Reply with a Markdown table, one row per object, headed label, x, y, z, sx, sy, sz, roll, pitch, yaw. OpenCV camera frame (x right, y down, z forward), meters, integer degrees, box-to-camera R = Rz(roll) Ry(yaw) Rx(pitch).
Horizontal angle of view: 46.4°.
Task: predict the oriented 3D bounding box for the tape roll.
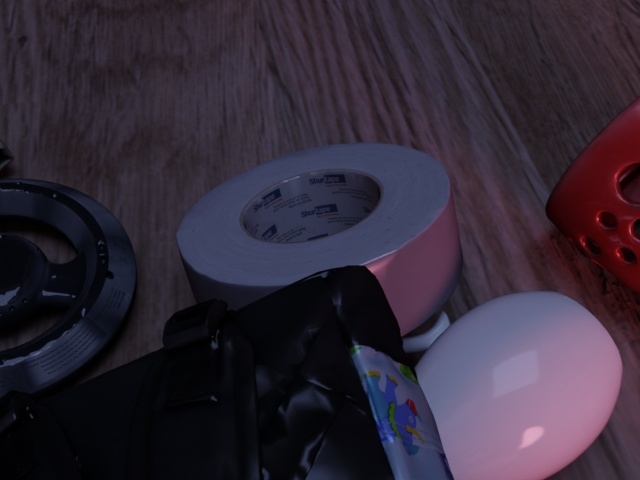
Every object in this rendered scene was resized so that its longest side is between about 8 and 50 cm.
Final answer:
| label | x | y | z | sx | sy | sz | roll | pitch | yaw |
| --- | --- | --- | --- | --- | --- | --- | --- | --- | --- |
| tape roll | 0.000 | 0.000 | 0.598 | 0.219 | 0.072 | 0.219 | -11 | 29 | 6 |

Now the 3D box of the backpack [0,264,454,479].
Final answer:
| label | x | y | z | sx | sy | sz | roll | pitch | yaw |
| --- | --- | --- | --- | --- | --- | --- | --- | --- | --- |
| backpack | -0.021 | 0.239 | 0.336 | 0.290 | 0.273 | 0.355 | -28 | 42 | 2 |

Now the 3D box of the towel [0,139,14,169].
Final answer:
| label | x | y | z | sx | sy | sz | roll | pitch | yaw |
| --- | --- | --- | --- | --- | --- | --- | --- | --- | --- |
| towel | -0.505 | -0.086 | 0.703 | 0.312 | 0.056 | 0.324 | -33 | 58 | -31 |

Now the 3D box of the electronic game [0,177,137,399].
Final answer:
| label | x | y | z | sx | sy | sz | roll | pitch | yaw |
| --- | --- | --- | --- | --- | --- | --- | --- | --- | --- |
| electronic game | -0.269 | 0.035 | 0.615 | 0.230 | 0.048 | 0.229 | 4 | 50 | -4 |

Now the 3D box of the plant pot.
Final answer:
| label | x | y | z | sx | sy | sz | roll | pitch | yaw |
| --- | --- | --- | --- | --- | --- | --- | --- | --- | --- |
| plant pot | 0.318 | -0.026 | 0.634 | 0.191 | 0.191 | 0.174 | -27 | 67 | -24 |

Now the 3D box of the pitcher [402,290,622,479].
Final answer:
| label | x | y | z | sx | sy | sz | roll | pitch | yaw |
| --- | --- | --- | --- | --- | --- | --- | --- | --- | --- |
| pitcher | 0.094 | 0.108 | 0.542 | 0.207 | 0.125 | 0.177 | -33 | 63 | -16 |
